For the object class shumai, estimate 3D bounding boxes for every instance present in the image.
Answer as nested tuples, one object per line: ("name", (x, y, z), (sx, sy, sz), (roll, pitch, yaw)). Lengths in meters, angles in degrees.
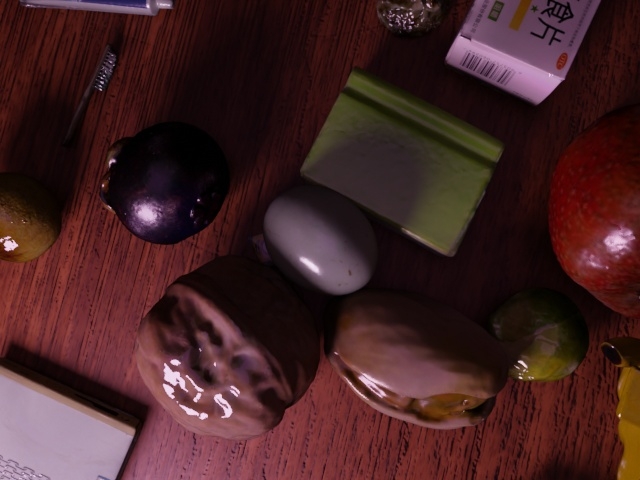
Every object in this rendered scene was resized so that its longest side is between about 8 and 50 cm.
("shumai", (0.155, -0.393, 1.029), (0.123, 0.087, 0.099), (-21, 87, 2))

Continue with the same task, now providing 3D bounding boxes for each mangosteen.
("mangosteen", (-0.254, -0.098, 0.991), (0.230, 0.194, 0.194), (26, 87, 30))

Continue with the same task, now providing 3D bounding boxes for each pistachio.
("pistachio", (0.134, 0.168, 0.953), (0.287, 0.166, 0.197), (23, 47, 10))

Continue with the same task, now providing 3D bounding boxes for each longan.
("longan", (-0.497, -0.028, 0.997), (0.154, 0.176, 0.145), (-8, 129, 35))

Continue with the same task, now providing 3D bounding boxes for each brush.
("brush", (-0.387, -0.242, 1.073), (0.027, 0.034, 0.191), (25, 86, -12))

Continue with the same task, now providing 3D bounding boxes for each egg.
("egg", (0.000, 0.000, 0.943), (0.192, 0.149, 0.149), (41, 89, 20))

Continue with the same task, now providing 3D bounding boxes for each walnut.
("walnut", (-0.135, 0.154, 0.935), (0.273, 0.227, 0.274), (-1, 84, 8))

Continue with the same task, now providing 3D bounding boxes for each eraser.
("eraser", (0.130, -0.124, 1.011), (0.274, 0.092, 0.210), (27, 87, 6))

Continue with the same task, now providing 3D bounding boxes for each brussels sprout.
("brussels sprout", (0.331, 0.147, 0.968), (0.155, 0.117, 0.155), (-2, 85, 29))

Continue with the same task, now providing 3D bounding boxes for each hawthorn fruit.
("hawthorn fruit", (0.470, -0.064, 0.921), (0.284, 0.285, 0.369), (-7, 47, 2))

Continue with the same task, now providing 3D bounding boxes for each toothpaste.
("toothpaste", (-0.378, -0.419, 1.080), (0.268, 0.047, 0.069), (8, 99, 7))

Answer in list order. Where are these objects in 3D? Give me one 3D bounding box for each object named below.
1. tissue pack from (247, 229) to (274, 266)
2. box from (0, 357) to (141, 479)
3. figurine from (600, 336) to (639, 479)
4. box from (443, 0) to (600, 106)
("tissue pack", (-0.069, 0.002, 1.037), (0.083, 0.035, 0.063), (-29, 86, 1))
("box", (-0.449, 0.336, 1.026), (0.270, 0.045, 0.211), (21, 87, 4))
("figurine", (0.512, 0.261, 0.924), (0.218, 0.169, 0.327), (-5, 86, -2))
("box", (0.347, -0.403, 0.993), (0.173, 0.145, 0.333), (26, 87, 2))
